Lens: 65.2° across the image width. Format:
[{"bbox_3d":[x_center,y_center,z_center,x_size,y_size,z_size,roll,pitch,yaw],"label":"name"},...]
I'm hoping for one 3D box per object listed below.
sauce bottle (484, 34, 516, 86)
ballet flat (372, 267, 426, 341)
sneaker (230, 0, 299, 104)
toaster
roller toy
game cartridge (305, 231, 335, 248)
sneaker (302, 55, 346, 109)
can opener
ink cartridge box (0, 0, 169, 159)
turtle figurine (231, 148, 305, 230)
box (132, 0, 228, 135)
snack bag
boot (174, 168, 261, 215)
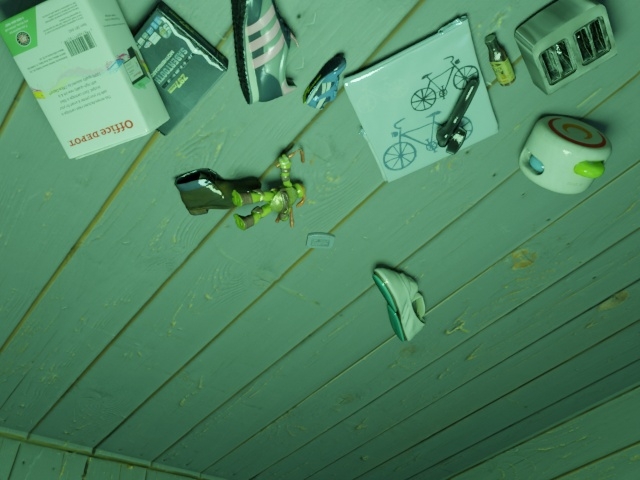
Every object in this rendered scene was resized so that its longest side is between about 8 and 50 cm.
[{"bbox_3d":[0.416,-0.419,1.166,0.042,0.042,0.128,-30,127,19],"label":"sauce bottle"},{"bbox_3d":[0.273,0.194,1.667,0.139,0.139,0.400,-17,136,8],"label":"ballet flat"},{"bbox_3d":[-0.111,-0.446,1.044,0.131,0.112,0.319,-14,138,-18],"label":"sneaker"},{"bbox_3d":[0.543,-0.443,1.113,0.168,0.110,0.186,-30,129,18],"label":"toaster"},{"bbox_3d":[0.617,-0.215,1.279,0.191,0.209,0.146,27,132,16],"label":"roller toy"},{"bbox_3d":[0.000,0.000,1.511,0.083,0.017,0.056,4,135,-11],"label":"game cartridge"},{"bbox_3d":[0.019,-0.362,1.158,0.059,0.053,0.144,26,133,-27],"label":"sneaker"},{"bbox_3d":[0.334,-0.303,1.208,0.073,0.059,0.186,23,119,7],"label":"can opener"},{"bbox_3d":[-0.464,-0.331,1.005,0.201,0.117,0.278,-14,113,16],"label":"ink cartridge box"},{"bbox_3d":[-0.117,-0.097,1.301,0.217,0.087,0.270,-24,146,-29],"label":"turtle figurine"},{"bbox_3d":[-0.344,-0.367,1.098,0.232,0.059,0.183,-36,127,24],"label":"box"},{"bbox_3d":[0.246,-0.326,1.231,0.323,0.037,0.343,-24,131,13],"label":"snack bag"},{"bbox_3d":[-0.270,-0.139,1.303,0.219,0.082,0.106,-17,135,10],"label":"boot"}]
